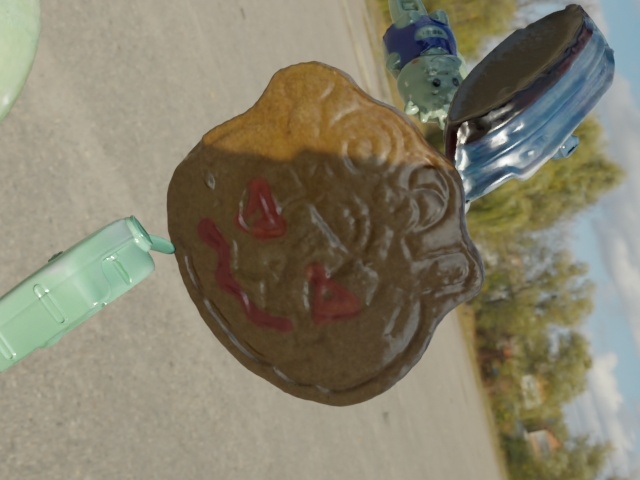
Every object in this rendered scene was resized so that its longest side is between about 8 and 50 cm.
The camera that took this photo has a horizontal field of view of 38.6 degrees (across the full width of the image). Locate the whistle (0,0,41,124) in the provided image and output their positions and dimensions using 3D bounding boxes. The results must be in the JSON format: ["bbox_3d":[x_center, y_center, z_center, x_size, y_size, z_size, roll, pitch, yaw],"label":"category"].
[{"bbox_3d":[-0.216,-0.058,0.394,0.126,0.258,0.067,57,14,27],"label":"whistle"}]

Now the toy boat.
[{"bbox_3d":[0.230,-0.134,0.996,0.309,0.129,0.142,-45,127,-25],"label":"toy boat"}]

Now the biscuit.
[{"bbox_3d":[0.000,0.000,0.792,0.273,0.257,0.049,49,13,1],"label":"biscuit"}]

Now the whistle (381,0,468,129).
[{"bbox_3d":[0.135,-0.243,1.194,0.092,0.110,0.244,106,-24,-57],"label":"whistle"}]

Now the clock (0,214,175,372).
[{"bbox_3d":[-0.145,0.025,0.569,0.041,0.101,0.135,55,26,-4],"label":"clock"}]
